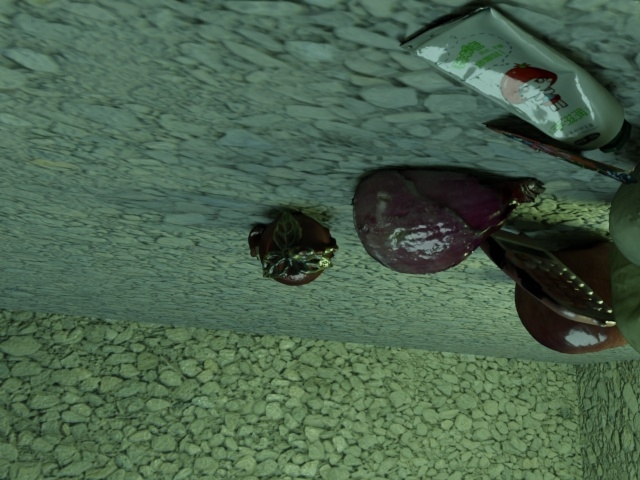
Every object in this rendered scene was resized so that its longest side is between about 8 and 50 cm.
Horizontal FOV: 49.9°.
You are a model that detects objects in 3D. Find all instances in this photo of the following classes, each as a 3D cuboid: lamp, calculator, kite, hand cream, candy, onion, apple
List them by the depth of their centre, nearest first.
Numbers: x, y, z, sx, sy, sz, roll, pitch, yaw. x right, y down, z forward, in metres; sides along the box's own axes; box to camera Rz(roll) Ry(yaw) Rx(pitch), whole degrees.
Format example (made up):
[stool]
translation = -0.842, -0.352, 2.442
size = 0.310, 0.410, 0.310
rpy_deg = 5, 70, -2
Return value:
[hand cream]
translation = 0.261, -0.189, 0.840
size = 0.336, 0.076, 0.121
rpy_deg = 20, 156, -31
[kite]
translation = 0.342, -0.128, 0.981
size = 0.234, 0.016, 0.321
rpy_deg = 24, -170, 6
[candy]
translation = 0.568, -0.061, 1.017
size = 0.296, 0.185, 0.295
rpy_deg = -19, 163, -6
[onion]
translation = 0.227, -0.023, 1.246
size = 0.349, 0.159, 0.267
rpy_deg = -3, 167, 21
[calculator]
translation = 0.442, 0.071, 1.363
size = 0.220, 0.048, 0.329
rpy_deg = 14, -156, -34
[lamp]
translation = -0.065, 0.024, 1.462
size = 0.215, 0.151, 0.223
rpy_deg = 4, 167, 9
[apple]
translation = 0.597, 0.125, 1.562
size = 0.306, 0.235, 0.306
rpy_deg = -12, 178, 0

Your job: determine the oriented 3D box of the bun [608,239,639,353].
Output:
[bun]
translation = 0.675, 0.059, 1.197
size = 0.361, 0.361, 0.213
rpy_deg = -8, 143, 32
